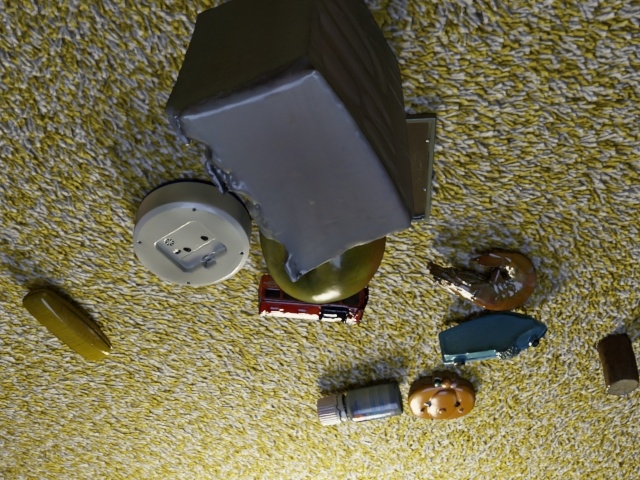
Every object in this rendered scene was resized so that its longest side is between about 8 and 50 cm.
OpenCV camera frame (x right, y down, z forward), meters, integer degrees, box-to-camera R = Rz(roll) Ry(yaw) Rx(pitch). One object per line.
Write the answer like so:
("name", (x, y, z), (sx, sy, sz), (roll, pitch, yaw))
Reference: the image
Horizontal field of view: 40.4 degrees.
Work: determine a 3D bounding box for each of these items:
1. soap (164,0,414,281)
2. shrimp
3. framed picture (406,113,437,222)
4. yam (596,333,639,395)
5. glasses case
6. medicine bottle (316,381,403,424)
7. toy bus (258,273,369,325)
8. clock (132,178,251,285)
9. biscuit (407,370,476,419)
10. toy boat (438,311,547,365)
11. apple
("soap", (-0.019, -0.213, 1.300), (0.213, 0.435, 0.350), (-24, 126, 21))
("shrimp", (0.339, 0.079, 1.827), (0.249, 0.068, 0.150), (7, 120, -14))
("framed picture", (0.121, -0.127, 1.654), (0.189, 0.023, 0.260), (-2, 133, 1))
("yam", (0.677, 0.283, 1.975), (0.084, 0.127, 0.084), (1, 136, 1))
("glasses case", (-0.550, 0.184, 1.908), (0.079, 0.064, 0.234), (-23, 129, 21))
("medicine bottle", (0.095, 0.397, 2.103), (0.203, 0.083, 0.083), (-11, 132, 12))
("toy bus", (-0.015, 0.122, 1.838), (0.235, 0.096, 0.073), (7, 135, -5))
("clock", (-0.252, -0.010, 1.722), (0.230, 0.083, 0.230), (0, 135, 0))
("biscuit", (0.297, 0.385, 2.115), (0.170, 0.050, 0.170), (-1, 133, -1))
("toy boat", (0.386, 0.221, 1.936), (0.238, 0.109, 0.098), (-15, 151, 17))
("apple", (0.000, 0.000, 1.625), (0.261, 0.194, 0.260), (19, 129, 25))
